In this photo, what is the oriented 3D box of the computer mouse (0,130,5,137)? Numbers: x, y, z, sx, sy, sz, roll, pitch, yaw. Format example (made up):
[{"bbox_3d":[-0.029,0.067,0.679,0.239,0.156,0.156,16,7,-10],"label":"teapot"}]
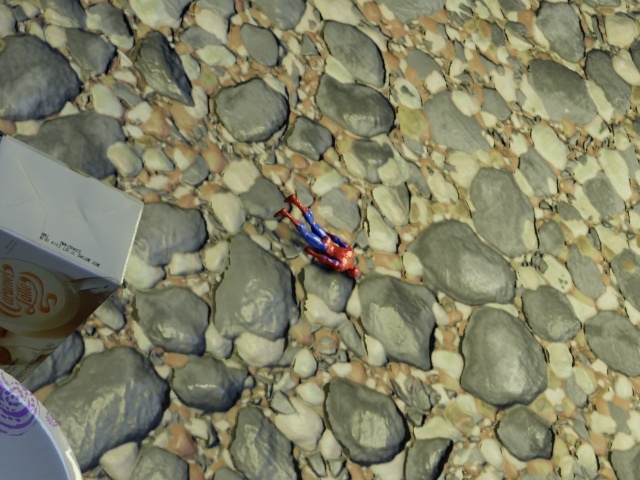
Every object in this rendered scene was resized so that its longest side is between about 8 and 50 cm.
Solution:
[{"bbox_3d":[-0.408,-0.078,1.667,0.272,0.072,0.188,-20,76,-51],"label":"computer mouse"}]

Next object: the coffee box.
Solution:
[{"bbox_3d":[-0.280,0.030,1.647,0.141,0.246,0.098,28,49,-21],"label":"coffee box"}]

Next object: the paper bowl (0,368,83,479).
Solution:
[{"bbox_3d":[-0.345,0.235,1.540,0.284,0.148,0.284,18,54,-26],"label":"paper bowl"}]

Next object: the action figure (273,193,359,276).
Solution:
[{"bbox_3d":[0.000,0.000,2.024,0.115,0.030,0.038,42,52,-14],"label":"action figure"}]
